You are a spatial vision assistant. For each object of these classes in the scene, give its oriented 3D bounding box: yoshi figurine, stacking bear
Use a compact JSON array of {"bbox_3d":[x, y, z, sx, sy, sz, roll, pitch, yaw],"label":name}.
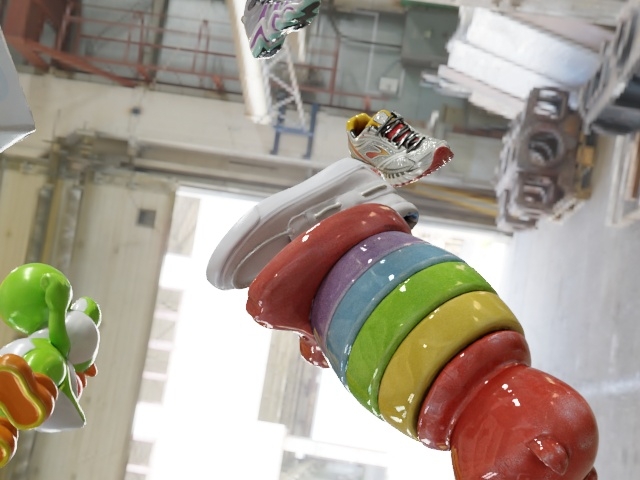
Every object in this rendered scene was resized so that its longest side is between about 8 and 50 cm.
[{"bbox_3d":[-0.427,0.147,1.283,0.362,0.204,0.203,-84,-3,-71],"label":"yoshi figurine"},{"bbox_3d":[0.101,0.106,0.744,0.164,0.289,0.175,-47,-38,-2],"label":"stacking bear"}]

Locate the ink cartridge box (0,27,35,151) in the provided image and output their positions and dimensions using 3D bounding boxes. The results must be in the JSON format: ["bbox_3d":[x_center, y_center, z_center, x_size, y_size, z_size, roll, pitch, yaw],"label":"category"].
[{"bbox_3d":[-0.522,-0.245,0.962,0.385,0.091,0.308,-9,-104,-60],"label":"ink cartridge box"}]

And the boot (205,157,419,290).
[{"bbox_3d":[0.000,0.000,1.034,0.258,0.123,0.095,-36,-32,-29],"label":"boot"}]

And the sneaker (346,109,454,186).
[{"bbox_3d":[0.102,-0.137,1.296,0.225,0.088,0.092,16,132,56],"label":"sneaker"}]

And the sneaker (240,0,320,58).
[{"bbox_3d":[-0.046,-0.229,0.869,0.038,0.098,0.069,-14,-104,-50],"label":"sneaker"}]
